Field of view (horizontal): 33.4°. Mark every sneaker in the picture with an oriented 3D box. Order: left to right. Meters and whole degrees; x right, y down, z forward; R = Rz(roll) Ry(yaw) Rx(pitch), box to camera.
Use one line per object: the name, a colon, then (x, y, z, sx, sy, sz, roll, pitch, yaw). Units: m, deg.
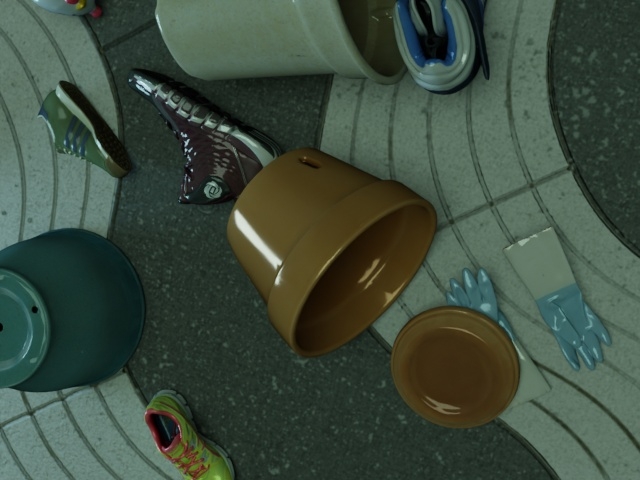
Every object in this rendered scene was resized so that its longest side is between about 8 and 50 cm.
sneaker: (-0.395, -0.165, 1.760, 0.086, 0.064, 0.192, -39, 84, 21)
sneaker: (-0.221, 0.343, 1.728, 0.081, 0.094, 0.208, -40, 85, 11)
sneaker: (-0.215, -0.146, 1.693, 0.281, 0.106, 0.162, 33, 103, 9)
sneaker: (0.173, -0.370, 1.511, 0.130, 0.236, 0.322, -1, 94, 14)

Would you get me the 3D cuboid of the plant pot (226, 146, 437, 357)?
plant pot: (0.000, 0.000, 1.574, 0.203, 0.291, 0.291, 42, 102, 25)

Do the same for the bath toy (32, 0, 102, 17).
bath toy: (-0.325, -0.491, 1.691, 0.129, 0.151, 0.348, 36, 104, -27)

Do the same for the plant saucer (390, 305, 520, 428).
plant saucer: (0.201, 0.198, 1.620, 0.200, 0.037, 0.199, 5, 107, 17)

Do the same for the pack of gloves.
pack of gloves: (0.314, 0.116, 1.616, 0.195, 0.046, 0.232, -27, 97, 15)

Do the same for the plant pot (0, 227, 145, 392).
plant pot: (-0.455, 0.122, 1.690, 0.272, 0.255, 0.271, 1, 94, 15)

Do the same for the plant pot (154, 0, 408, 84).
plant pot: (-0.063, -0.366, 1.551, 0.306, 0.334, 0.333, -7, 92, 25)
